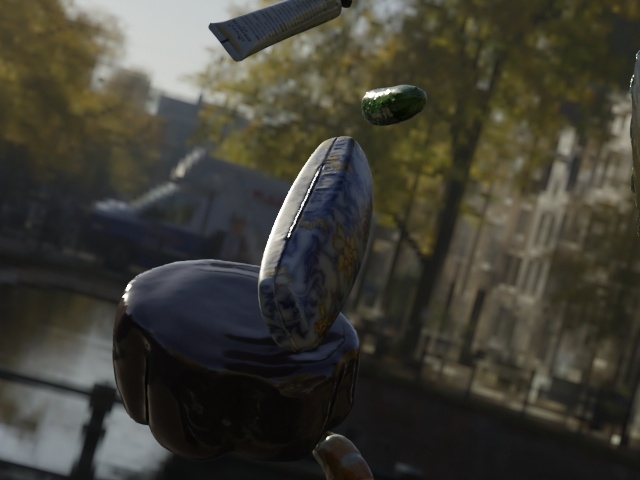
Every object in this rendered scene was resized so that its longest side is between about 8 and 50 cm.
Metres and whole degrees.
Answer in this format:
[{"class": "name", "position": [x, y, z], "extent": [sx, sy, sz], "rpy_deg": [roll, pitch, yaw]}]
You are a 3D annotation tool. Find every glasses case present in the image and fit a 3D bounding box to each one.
[{"class": "glasses case", "position": [0.000, 0.000, 1.493], "extent": [0.065, 0.087, 0.248], "rpy_deg": [-11, 30, 22]}]

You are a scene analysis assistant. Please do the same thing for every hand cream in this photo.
[{"class": "hand cream", "position": [-0.045, -0.275, 2.131], "extent": [0.194, 0.067, 0.042], "rpy_deg": [-25, -20, -27]}]

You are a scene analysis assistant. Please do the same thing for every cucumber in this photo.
[{"class": "cucumber", "position": [0.061, -0.124, 1.584], "extent": [0.037, 0.037, 0.155], "rpy_deg": [15, -3, -15]}]

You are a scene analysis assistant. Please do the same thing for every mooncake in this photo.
[{"class": "mooncake", "position": [-0.084, 0.117, 1.663], "extent": [0.244, 0.133, 0.245], "rpy_deg": [6, 22, -2]}]

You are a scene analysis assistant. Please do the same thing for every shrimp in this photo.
[{"class": "shrimp", "position": [0.025, 0.336, 2.217], "extent": [0.049, 0.166, 0.161], "rpy_deg": [-19, 61, -32]}]

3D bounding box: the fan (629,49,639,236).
[{"class": "fan", "position": [0.323, -0.110, 1.697], "extent": [0.009, 0.240, 0.131], "rpy_deg": [-2, -27, 21]}]
